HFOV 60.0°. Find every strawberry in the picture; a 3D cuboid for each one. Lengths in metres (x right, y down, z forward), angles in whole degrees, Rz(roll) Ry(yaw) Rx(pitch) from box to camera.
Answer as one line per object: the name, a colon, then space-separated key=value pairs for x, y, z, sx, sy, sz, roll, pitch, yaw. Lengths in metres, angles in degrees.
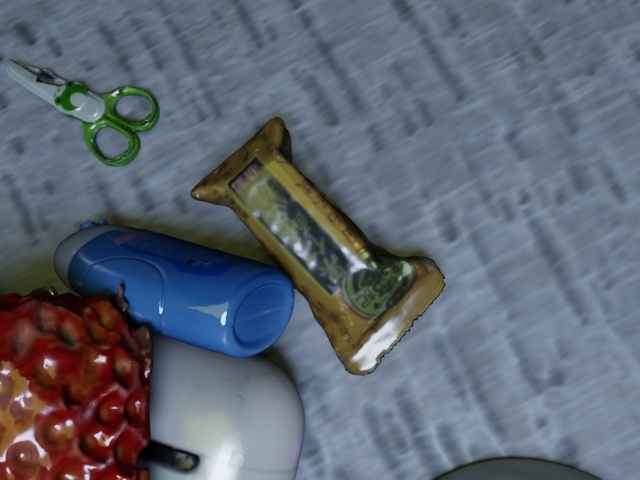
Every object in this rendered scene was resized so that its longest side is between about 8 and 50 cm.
strawberry: x=-0.264 y=0.173 z=0.403 sx=0.253 sy=0.150 sz=0.280 roll=-11 pitch=73 yaw=18

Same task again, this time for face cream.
face cream: x=-0.161 y=0.037 z=0.553 sx=0.264 sy=0.149 sz=0.083 roll=14 pitch=100 yaw=30

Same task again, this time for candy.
candy: x=0.000 y=0.000 z=0.579 sx=0.143 sy=0.101 sz=0.271 roll=-43 pitch=84 yaw=6

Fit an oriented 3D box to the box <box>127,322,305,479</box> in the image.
box: x=-0.182 y=0.256 z=0.523 sx=0.288 sy=0.141 sz=0.349 roll=14 pitch=81 yaw=11

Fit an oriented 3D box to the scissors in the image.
scissors: x=-0.300 y=-0.169 z=0.680 sx=0.204 sy=0.027 sz=0.101 roll=27 pitch=80 yaw=9

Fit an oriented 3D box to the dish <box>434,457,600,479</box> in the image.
dish: x=0.191 y=0.364 z=0.468 sx=0.324 sy=0.124 sz=0.324 roll=-1 pitch=78 yaw=6
